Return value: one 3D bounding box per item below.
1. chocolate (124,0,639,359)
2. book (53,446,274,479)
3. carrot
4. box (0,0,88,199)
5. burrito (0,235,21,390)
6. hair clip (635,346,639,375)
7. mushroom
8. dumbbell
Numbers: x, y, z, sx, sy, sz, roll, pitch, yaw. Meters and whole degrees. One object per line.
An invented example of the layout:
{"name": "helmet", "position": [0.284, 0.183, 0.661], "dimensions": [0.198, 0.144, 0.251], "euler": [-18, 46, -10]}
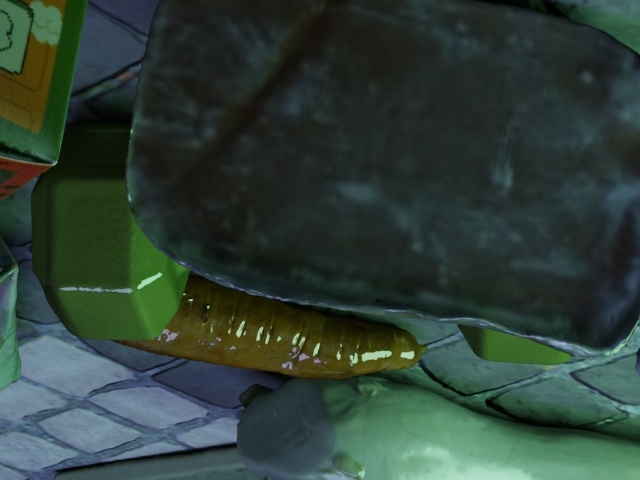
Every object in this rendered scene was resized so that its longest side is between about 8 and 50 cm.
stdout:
{"name": "chocolate", "position": [0.036, -0.036, 0.807], "dimensions": [0.254, 0.157, 0.080], "euler": [11, 172, -6]}
{"name": "book", "position": [-0.015, 0.268, 1.476], "dimensions": [0.269, 0.032, 0.389], "euler": [-12, 146, 32]}
{"name": "carrot", "position": [-0.044, 0.056, 1.074], "dimensions": [0.248, 0.059, 0.059], "euler": [13, 151, -18]}
{"name": "box", "position": [-0.230, -0.085, 0.754], "dimensions": [0.177, 0.148, 0.195], "euler": [25, 146, -33]}
{"name": "burrito", "position": [-0.251, 0.033, 1.042], "dimensions": [0.144, 0.089, 0.229], "euler": [-2, 154, -15]}
{"name": "hair clip", "position": [0.303, 0.032, 0.952], "dimensions": [0.257, 0.075, 0.146], "euler": [-12, 142, 22]}
{"name": "mushroom", "position": [0.114, 0.161, 1.199], "dimensions": [0.351, 0.097, 0.109], "euler": [10, 154, -15]}
{"name": "dumbbell", "position": [0.000, 0.000, 0.907], "dimensions": [0.302, 0.121, 0.108], "euler": [4, 123, 7]}
